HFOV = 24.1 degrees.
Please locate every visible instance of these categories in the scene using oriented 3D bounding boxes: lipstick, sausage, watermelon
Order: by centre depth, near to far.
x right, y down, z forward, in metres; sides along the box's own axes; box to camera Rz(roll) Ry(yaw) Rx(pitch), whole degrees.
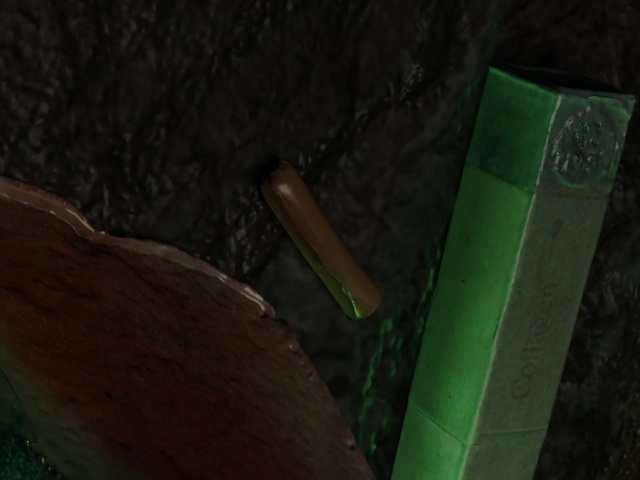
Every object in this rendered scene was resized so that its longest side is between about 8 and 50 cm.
[{"bbox_3d":[-0.078,0.145,0.703,0.292,0.222,0.319,15,89,-38],"label":"watermelon"},{"bbox_3d":[0.000,0.000,0.842,0.026,0.026,0.116,-43,127,-11],"label":"sausage"},{"bbox_3d":[0.109,0.054,0.911,0.066,0.068,0.317,1,109,-36],"label":"lipstick"}]
